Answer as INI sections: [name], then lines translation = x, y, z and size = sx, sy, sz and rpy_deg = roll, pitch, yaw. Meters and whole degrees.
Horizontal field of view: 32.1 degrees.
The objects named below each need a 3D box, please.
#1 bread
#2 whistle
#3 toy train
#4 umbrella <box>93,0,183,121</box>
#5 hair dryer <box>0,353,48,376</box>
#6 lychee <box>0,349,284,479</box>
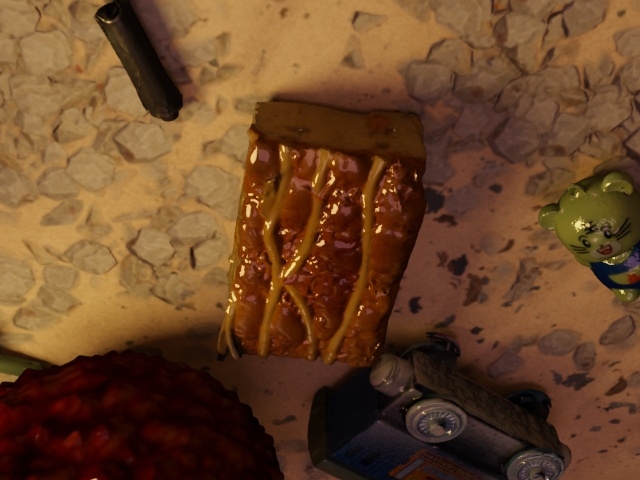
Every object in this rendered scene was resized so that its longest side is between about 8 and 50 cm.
[bread]
translation = 0.000, 0.000, 1.120
size = 0.185, 0.114, 0.274
rpy_deg = 6, 128, -9
[whistle]
translation = 0.319, 0.008, 1.163
size = 0.105, 0.085, 0.227
rpy_deg = -27, 128, 30
[toy train]
translation = 0.146, 0.238, 1.319
size = 0.300, 0.131, 0.202
rpy_deg = 31, 124, -26
[umbrella]
translation = -0.166, -0.163, 1.022
size = 0.036, 0.031, 0.133
rpy_deg = -1, 135, 27
[hair dryer]
translation = -0.361, 0.142, 1.265
size = 0.150, 0.047, 0.071
rpy_deg = 19, 126, -26
[lychee]
translation = -0.209, 0.323, 1.190
size = 0.500, 0.424, 0.424
rpy_deg = -2, 133, -23
